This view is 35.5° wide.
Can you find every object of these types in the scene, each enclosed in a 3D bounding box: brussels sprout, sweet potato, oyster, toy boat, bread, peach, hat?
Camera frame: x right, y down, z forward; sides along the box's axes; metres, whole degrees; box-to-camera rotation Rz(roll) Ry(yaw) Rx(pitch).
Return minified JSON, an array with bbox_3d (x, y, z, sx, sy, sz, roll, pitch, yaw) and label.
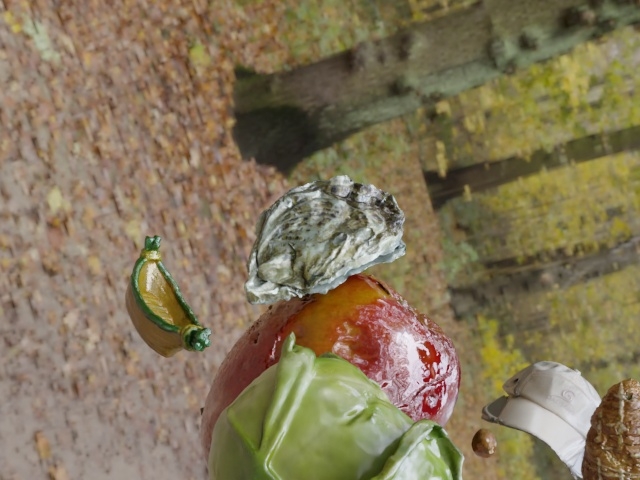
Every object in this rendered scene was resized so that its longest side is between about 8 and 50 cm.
[{"bbox_3d":[0.014,0.243,1.057,0.259,0.227,0.294,41,-29,10],"label":"brussels sprout"},{"bbox_3d":[0.218,0.270,1.330,0.095,0.034,0.034,-26,101,-81],"label":"sweet potato"},{"bbox_3d":[0.000,0.000,1.515,0.112,0.268,0.198,92,-17,-47],"label":"oyster"},{"bbox_3d":[-0.206,0.086,1.350,0.089,0.088,0.229,13,30,-39],"label":"toy boat"},{"bbox_3d":[0.459,0.328,1.539,0.076,0.105,0.232,-47,148,-66],"label":"bread"},{"bbox_3d":[0.000,0.243,1.570,0.339,0.416,0.353,50,11,35],"label":"peach"},{"bbox_3d":[0.451,0.338,1.969,0.275,0.232,0.161,-29,145,-61],"label":"hat"}]
